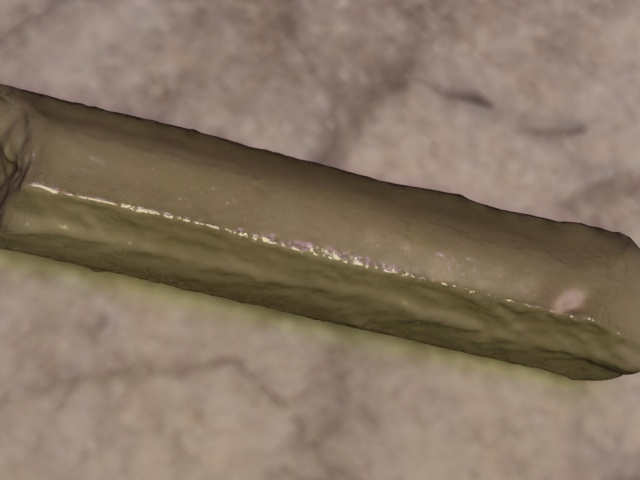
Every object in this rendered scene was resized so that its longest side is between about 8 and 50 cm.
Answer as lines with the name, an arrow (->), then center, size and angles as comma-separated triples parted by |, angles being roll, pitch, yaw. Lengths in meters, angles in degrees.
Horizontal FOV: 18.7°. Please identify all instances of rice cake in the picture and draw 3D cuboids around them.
rice cake -> 0.000, 0.000, 0.707 | 0.256, 0.052, 0.057 | 13, 63, -13
